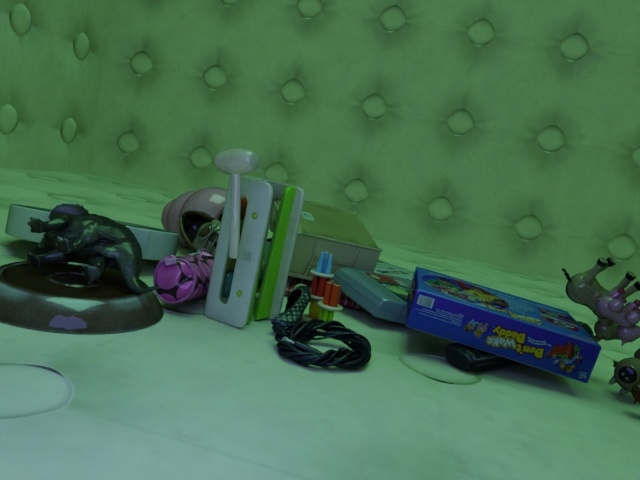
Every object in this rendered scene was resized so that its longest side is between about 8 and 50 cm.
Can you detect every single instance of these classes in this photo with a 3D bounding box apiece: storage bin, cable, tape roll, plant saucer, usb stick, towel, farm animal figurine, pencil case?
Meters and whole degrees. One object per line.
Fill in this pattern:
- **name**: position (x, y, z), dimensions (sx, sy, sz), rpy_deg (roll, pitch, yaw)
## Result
- **storage bin**: position (0.000, 0.000, 1.481), dimensions (0.260, 0.123, 0.262), rpy_deg (12, 22, -17)
- **cable**: position (0.013, 0.177, 0.953), dimensions (0.184, 0.047, 0.150), rpy_deg (9, 7, -24)
- **tape roll**: position (-0.537, -0.018, 1.333), dimensions (0.391, 0.072, 0.392), rpy_deg (11, 0, 0)
- **plant saucer**: position (-0.425, 0.086, 0.951), dimensions (0.310, 0.050, 0.310), rpy_deg (12, 8, -2)
- **usb stick**: position (0.356, 0.229, 1.127), dimensions (0.277, 0.045, 0.077), rpy_deg (6, 16, -43)
- **towel**: position (0.028, 0.133, 1.423), dimensions (0.274, 0.031, 0.199), rpy_deg (10, 9, 2)
- **farm animal figurine**: position (0.640, 0.213, 1.090), dimensions (0.326, 0.172, 0.331), rpy_deg (13, 40, -25)
- **pencil case**: position (-0.261, 0.068, 1.105), dimensions (0.095, 0.098, 0.209), rpy_deg (-1, 1, 3)

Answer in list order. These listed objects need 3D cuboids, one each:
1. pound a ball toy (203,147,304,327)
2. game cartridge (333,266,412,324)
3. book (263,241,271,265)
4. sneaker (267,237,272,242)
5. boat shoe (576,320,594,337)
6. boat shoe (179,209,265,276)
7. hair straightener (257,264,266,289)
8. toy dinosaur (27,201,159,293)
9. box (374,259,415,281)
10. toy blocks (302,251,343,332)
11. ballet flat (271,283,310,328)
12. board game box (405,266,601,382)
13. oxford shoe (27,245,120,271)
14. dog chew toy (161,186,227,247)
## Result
- **pound a ball toy**: position (-0.153, -0.008, 1.030), dimensions (0.135, 0.320, 0.208), rpy_deg (15, 8, 28)
- **game cartridge**: position (0.192, 0.142, 1.343), dimensions (0.294, 0.060, 0.196), rpy_deg (12, 19, -42)
- **book**: position (-0.202, 0.044, 1.485), dimensions (0.144, 0.097, 0.035), rpy_deg (9, -21, -28)
- **sneaker**: position (-0.219, 0.044, 1.568), dimensions (0.289, 0.106, 0.123), rpy_deg (3, -17, -33)
- **boat shoe**: position (0.491, 0.227, 1.295), dimensions (0.257, 0.095, 0.095), rpy_deg (10, -28, 8)
- **boat shoe**: position (-0.252, 0.015, 1.323), dimensions (0.324, 0.123, 0.116), rpy_deg (26, -23, 46)
- **hair straightener**: position (-0.131, 0.085, 1.363), dimensions (0.088, 0.047, 0.230), rpy_deg (-10, 6, 3)
- **toy dinosaur**: position (-0.399, -0.001, 0.972), dimensions (0.313, 0.121, 0.160), rpy_deg (12, 25, 19)
- **box**: position (0.213, 0.117, 1.776), dimensions (0.232, 0.059, 0.321), rpy_deg (6, 10, -43)
- **toy blocks**: position (0.010, 0.103, 1.127), dimensions (0.054, 0.148, 0.123), rpy_deg (9, 7, -22)
- **ballet flat**: position (-0.055, 0.124, 1.080), dimensions (0.049, 0.057, 0.173), rpy_deg (41, 20, -10)
- **board game box**: position (0.354, 0.160, 1.138), dimensions (0.346, 0.078, 0.233), rpy_deg (17, 11, 7)
- **oxford shoe**: position (-0.475, 0.042, 1.134), dimensions (0.212, 0.076, 0.076), rpy_deg (10, -2, -12)
- **dog chew toy**: position (-0.371, -0.061, 1.691), dimensions (0.206, 0.207, 0.331), rpy_deg (5, 1, -45)
